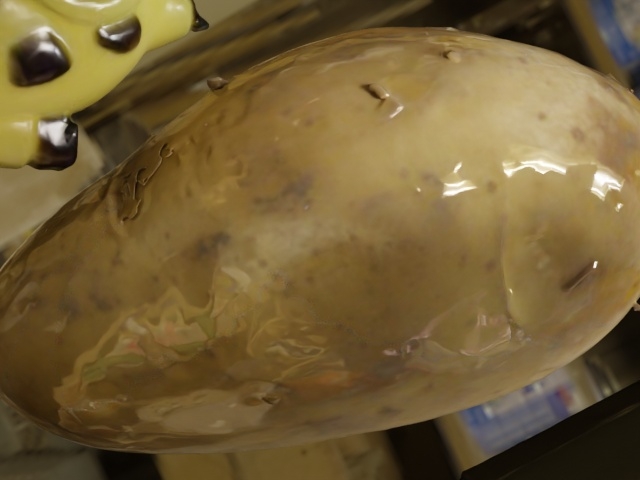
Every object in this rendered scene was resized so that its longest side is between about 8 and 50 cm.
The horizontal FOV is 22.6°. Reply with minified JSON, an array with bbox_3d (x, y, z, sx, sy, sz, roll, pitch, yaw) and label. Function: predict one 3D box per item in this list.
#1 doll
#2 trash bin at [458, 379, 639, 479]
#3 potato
[{"bbox_3d":[-0.173,-0.053,0.462,0.117,0.291,0.086,72,-19,1],"label":"doll"},{"bbox_3d":[0.136,0.147,0.351,0.250,0.220,0.219,64,-5,-13],"label":"trash bin"},{"bbox_3d":[0.002,0.002,0.550,0.161,0.235,0.128,30,39,-45],"label":"potato"}]
